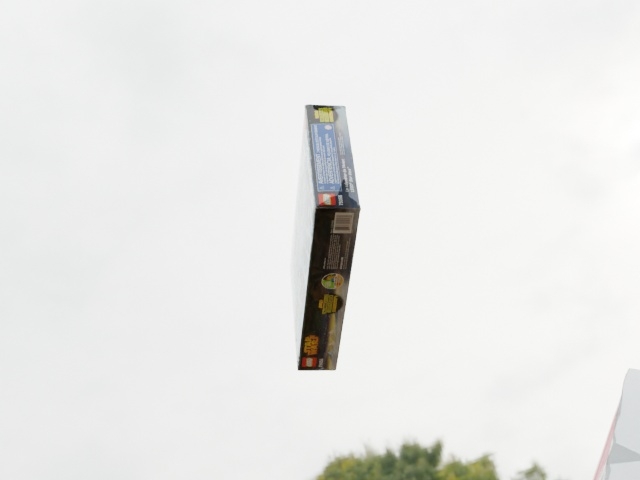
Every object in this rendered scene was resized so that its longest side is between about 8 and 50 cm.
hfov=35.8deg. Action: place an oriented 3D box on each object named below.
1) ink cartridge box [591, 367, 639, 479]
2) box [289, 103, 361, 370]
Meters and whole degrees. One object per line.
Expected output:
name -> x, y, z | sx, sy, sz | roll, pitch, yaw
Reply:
ink cartridge box -> 0.171, 0.221, 0.393 | 0.271, 0.130, 0.310 | 8, -65, 24
box -> 0.000, 0.000, 0.599 | 0.027, 0.094, 0.137 | 1, -47, -6
